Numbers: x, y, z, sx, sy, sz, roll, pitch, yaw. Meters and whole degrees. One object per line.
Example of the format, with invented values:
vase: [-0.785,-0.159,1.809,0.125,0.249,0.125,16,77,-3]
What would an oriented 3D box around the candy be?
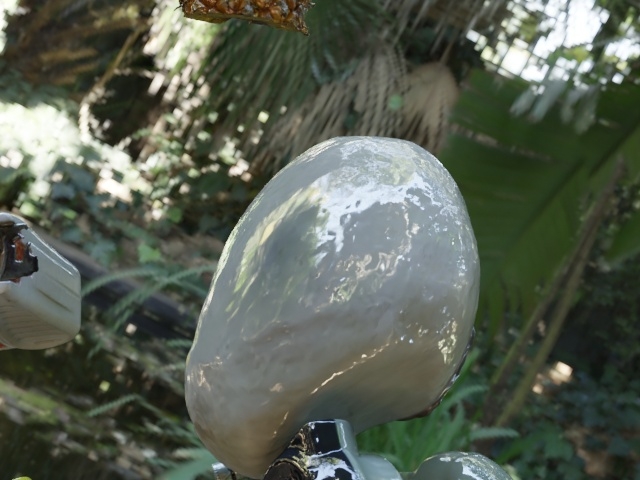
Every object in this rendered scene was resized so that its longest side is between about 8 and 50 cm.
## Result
candy: [-0.001,0.042,1.157,0.186,0.386,0.427,44,34,-31]

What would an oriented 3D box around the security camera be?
security camera: [0.088,0.295,0.992,0.277,0.197,0.191,6,47,-27]

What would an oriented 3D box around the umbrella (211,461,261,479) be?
umbrella: [-0.045,0.275,1.313,0.046,0.188,0.050,108,-37,-69]

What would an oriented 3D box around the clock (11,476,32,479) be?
clock: [-0.590,0.499,1.716,0.071,0.277,0.293,43,-5,10]

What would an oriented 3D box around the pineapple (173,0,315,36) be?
pineapple: [-0.123,-0.389,1.669,0.233,0.080,0.135,2,-6,-2]

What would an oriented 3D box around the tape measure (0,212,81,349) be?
tape measure: [-0.447,0.061,1.347,0.265,0.130,0.258,-6,-18,7]
